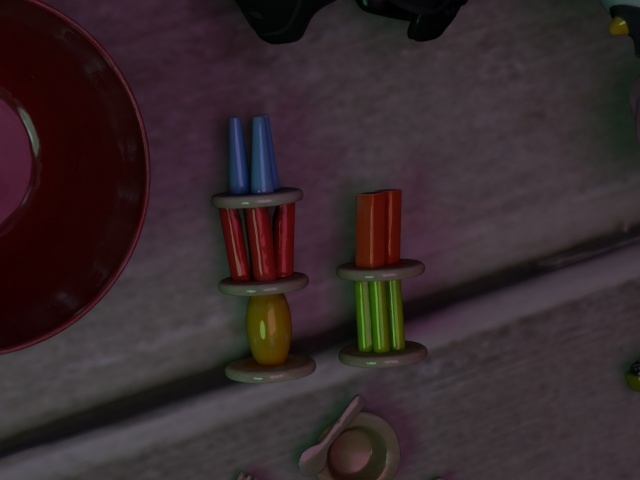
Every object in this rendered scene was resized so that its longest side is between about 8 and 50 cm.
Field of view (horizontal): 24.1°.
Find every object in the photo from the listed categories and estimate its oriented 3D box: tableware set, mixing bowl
[{"bbox_3d":[0.020,0.181,0.905,0.141,0.020,0.169,-47,109,-8],"label":"tableware set"},{"bbox_3d":[-0.186,-0.038,0.765,0.181,0.098,0.182,-3,98,-19],"label":"mixing bowl"}]

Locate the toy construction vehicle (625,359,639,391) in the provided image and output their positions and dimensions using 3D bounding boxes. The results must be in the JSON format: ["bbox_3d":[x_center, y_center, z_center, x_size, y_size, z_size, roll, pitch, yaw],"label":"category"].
[{"bbox_3d":[0.249,0.099,0.969,0.098,0.035,0.086,-25,93,-17],"label":"toy construction vehicle"}]

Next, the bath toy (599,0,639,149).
[{"bbox_3d":[0.236,-0.086,0.857,0.129,0.151,0.348,-45,130,-33],"label":"bath toy"}]

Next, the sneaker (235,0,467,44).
[{"bbox_3d":[0.067,-0.193,0.839,0.293,0.102,0.146,-23,119,-20],"label":"sneaker"}]

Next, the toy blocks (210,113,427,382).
[{"bbox_3d":[0.000,0.000,0.857,0.123,0.054,0.148,-6,99,-17],"label":"toy blocks"}]
